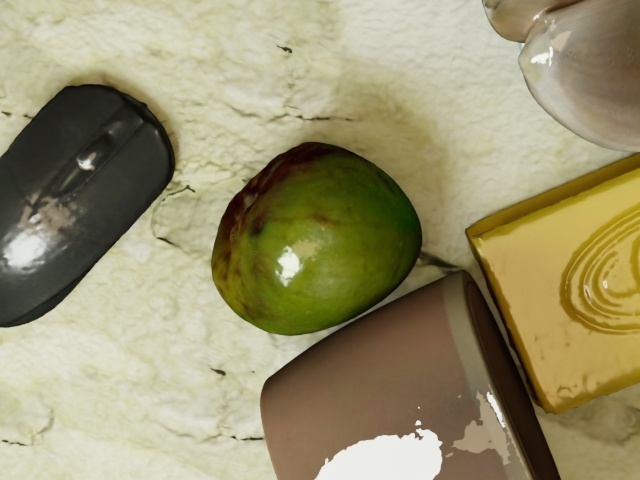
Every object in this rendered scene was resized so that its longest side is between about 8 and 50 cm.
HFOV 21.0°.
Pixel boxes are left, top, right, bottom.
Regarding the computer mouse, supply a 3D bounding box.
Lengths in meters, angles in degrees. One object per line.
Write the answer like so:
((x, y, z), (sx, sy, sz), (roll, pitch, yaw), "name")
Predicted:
((-0.256, -0.028, 1.628), (0.137, 0.086, 0.269), (41, 93, -4), "computer mouse")

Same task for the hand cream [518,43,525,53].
((0.189, -0.316, 1.608), (0.111, 0.070, 0.312), (-24, 99, -7), "hand cream")

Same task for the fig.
((0.000, 0.000, 1.591), (0.191, 0.181, 0.181), (2, 96, -21), "fig")

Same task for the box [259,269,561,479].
((0.090, 0.199, 1.563), (0.216, 0.301, 0.301), (-24, 95, 10), "box")

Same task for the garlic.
((0.280, -0.217, 1.559), (0.325, 0.132, 0.279), (-23, 104, -15), "garlic")

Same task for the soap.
((0.321, 0.019, 1.625), (0.324, 0.096, 0.204), (-24, 95, 2), "soap")
